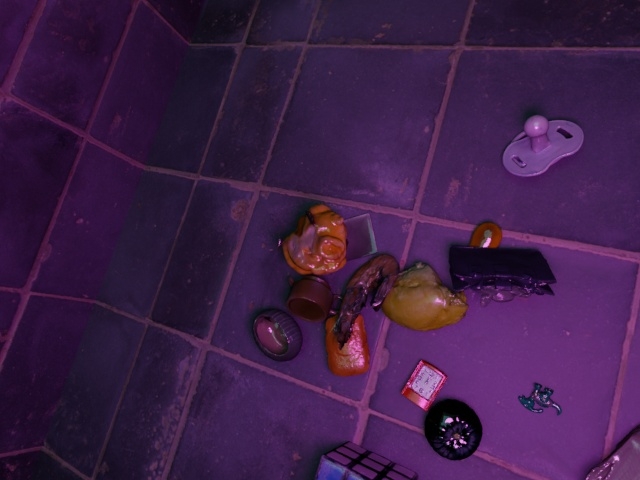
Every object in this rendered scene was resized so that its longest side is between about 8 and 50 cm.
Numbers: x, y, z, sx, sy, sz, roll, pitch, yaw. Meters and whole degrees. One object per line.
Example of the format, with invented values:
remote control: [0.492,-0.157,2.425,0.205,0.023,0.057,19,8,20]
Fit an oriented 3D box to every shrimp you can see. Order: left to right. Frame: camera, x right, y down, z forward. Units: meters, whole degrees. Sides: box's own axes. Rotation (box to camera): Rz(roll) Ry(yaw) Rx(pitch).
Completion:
shrimp: [0.175,0.225,1.665,0.272,0.085,0.445,-22,31,51]

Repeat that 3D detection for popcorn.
popcorn: [0.000,0.000,1.819,0.316,0.281,0.297,-7,73,57]

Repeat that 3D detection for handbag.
handbag: [0.617,0.121,1.506,0.326,0.269,0.118,1,114,12]

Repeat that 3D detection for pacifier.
pacifier: [0.806,-0.379,1.606,0.287,0.226,0.238,-29,48,12]

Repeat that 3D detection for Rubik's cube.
Rubik's cube: [0.135,0.920,1.492,0.301,0.304,0.305,16,84,25]

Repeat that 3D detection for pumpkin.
pumpkin: [0.462,0.657,1.514,0.202,0.140,0.202,0,89,5]

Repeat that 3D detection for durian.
durian: [0.377,0.224,1.648,0.340,0.204,0.255,-28,46,22]

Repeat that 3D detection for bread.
bread: [0.111,0.417,1.738,0.174,0.121,0.245,-12,68,21]

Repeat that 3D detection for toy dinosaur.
toy dinosaur: [0.750,0.545,1.473,0.132,0.059,0.096,24,95,35]

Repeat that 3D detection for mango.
mango: [0.623,0.006,1.657,0.103,0.076,0.161,35,95,22]

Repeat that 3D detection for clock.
clock: [0.391,0.539,1.622,0.113,0.061,0.155,31,86,27]

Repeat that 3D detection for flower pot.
flower pot: [-0.182,0.400,1.846,0.189,0.157,0.243,-45,63,5]

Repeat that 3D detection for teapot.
teapot: [-0.021,0.229,1.824,0.268,0.185,0.175,20,53,3]

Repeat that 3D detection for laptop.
laptop: [0.109,0.001,1.909,0.269,0.015,0.187,-16,71,18]

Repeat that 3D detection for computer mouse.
computer mouse: [0.952,0.729,1.289,0.429,0.145,0.228,-42,56,-5]
